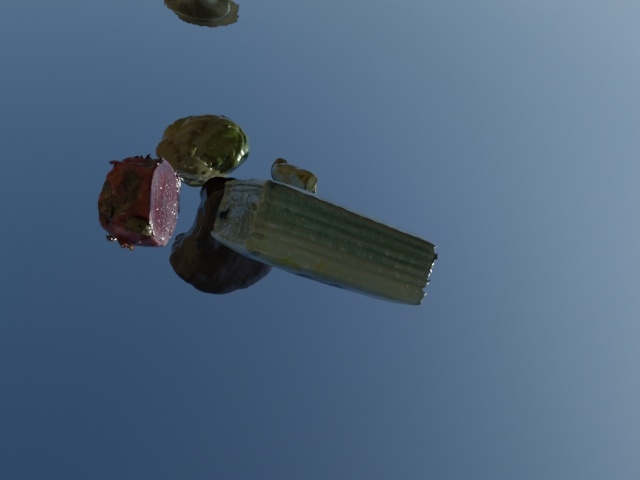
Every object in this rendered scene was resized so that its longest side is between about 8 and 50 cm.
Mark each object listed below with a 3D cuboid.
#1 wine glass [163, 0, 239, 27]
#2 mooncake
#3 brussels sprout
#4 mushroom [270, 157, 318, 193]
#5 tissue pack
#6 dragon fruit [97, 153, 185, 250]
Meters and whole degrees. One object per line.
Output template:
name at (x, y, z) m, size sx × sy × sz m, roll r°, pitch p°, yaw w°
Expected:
wine glass at (-0.299, -0.751, 1.332) m, size 0.237 × 0.323 × 0.238 m, roll 8°, pitch -125°, yaw -12°
mooncake at (-0.297, -0.013, 1.715) m, size 0.381 × 0.350 × 0.212 m, roll -51°, pitch -148°, yaw 9°
brussels sprout at (-0.399, -0.300, 1.751) m, size 0.316 × 0.243 × 0.273 m, roll -17°, pitch -165°, yaw -27°
mushroom at (-0.108, -0.239, 1.969) m, size 0.081 × 0.100 × 0.312 m, roll -7°, pitch -158°, yaw -28°
tissue pack at (0.000, 0.000, 1.071) m, size 0.387 × 0.162 × 0.287 m, roll 19°, pitch 178°, yaw -24°
dragon fruit at (-0.404, -0.088, 1.152) m, size 0.146 × 0.211 × 0.282 m, roll 2°, pitch -149°, yaw 0°
